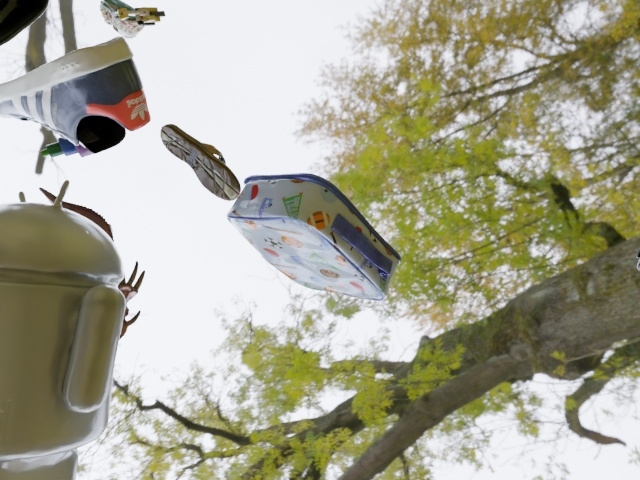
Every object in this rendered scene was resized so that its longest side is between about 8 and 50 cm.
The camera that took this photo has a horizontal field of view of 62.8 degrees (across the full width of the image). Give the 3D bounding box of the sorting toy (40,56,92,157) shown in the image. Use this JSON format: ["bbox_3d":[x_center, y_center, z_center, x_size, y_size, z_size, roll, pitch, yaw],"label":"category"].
[{"bbox_3d":[-0.621,-0.297,1.218,0.126,0.127,0.365,-22,-130,-15],"label":"sorting toy"}]

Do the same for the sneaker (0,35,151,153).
[{"bbox_3d":[-0.408,-0.207,0.845,0.131,0.350,0.148,-45,-57,-42],"label":"sneaker"}]

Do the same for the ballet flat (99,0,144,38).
[{"bbox_3d":[-0.504,-0.566,1.354,0.091,0.077,0.241,-15,-141,-28],"label":"ballet flat"}]

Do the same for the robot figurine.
[{"bbox_3d":[-0.336,0.109,0.594,0.200,0.300,0.352,19,-108,-62],"label":"robot figurine"}]

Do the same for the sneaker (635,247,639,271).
[{"bbox_3d":[0.330,0.001,0.484,0.170,0.089,0.051,18,-157,-37],"label":"sneaker"}]

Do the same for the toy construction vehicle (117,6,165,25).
[{"bbox_3d":[-0.258,-0.356,0.752,0.098,0.035,0.085,-32,-61,-57],"label":"toy construction vehicle"}]

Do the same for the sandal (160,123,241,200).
[{"bbox_3d":[-0.209,-0.148,0.948,0.180,0.072,0.049,43,-135,-6],"label":"sandal"}]

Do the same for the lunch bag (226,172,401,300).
[{"bbox_3d":[0.000,0.000,0.939,0.303,0.243,0.114,41,-117,-39],"label":"lunch bag"}]

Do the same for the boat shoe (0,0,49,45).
[{"bbox_3d":[-0.467,-0.293,0.683,0.099,0.116,0.319,12,-140,-4],"label":"boat shoe"}]

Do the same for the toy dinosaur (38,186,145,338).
[{"bbox_3d":[-0.440,0.033,1.017,0.127,0.201,0.295,-50,-41,-67],"label":"toy dinosaur"}]
